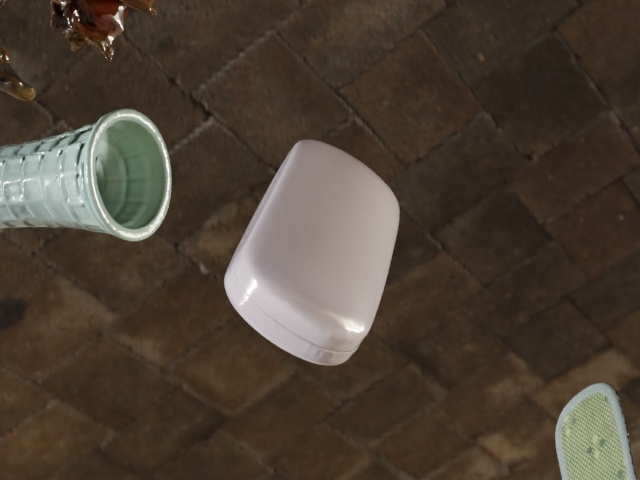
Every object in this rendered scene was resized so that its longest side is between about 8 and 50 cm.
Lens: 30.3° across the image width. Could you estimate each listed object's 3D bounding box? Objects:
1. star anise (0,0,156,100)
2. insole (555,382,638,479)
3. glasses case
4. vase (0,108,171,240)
[{"bbox_3d":[-0.217,-0.252,1.072,0.148,0.346,0.237,34,143,-22],"label":"star anise"},{"bbox_3d":[0.233,0.243,0.934,0.007,0.322,0.109,28,126,-24],"label":"insole"},{"bbox_3d":[0.000,0.000,0.950,0.113,0.297,0.075,34,115,-6],"label":"glasses case"},{"bbox_3d":[-0.327,-0.065,1.322,0.299,0.143,0.143,-2,144,29],"label":"vase"}]
